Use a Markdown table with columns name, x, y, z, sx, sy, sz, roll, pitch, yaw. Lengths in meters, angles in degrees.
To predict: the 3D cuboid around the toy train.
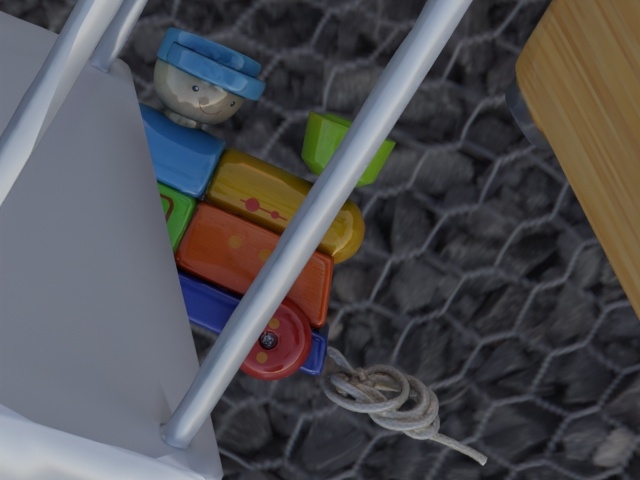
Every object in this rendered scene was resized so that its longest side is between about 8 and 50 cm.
| name | x | y | z | sx | sy | sz | roll | pitch | yaw |
| --- | --- | --- | --- | --- | --- | --- | --- | --- | --- |
| toy train | 0.000 | 0.000 | 0.868 | 0.248 | 0.105 | 0.143 | 24 | 96 | 0 |

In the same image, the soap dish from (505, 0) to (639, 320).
| name | x | y | z | sx | sy | sz | roll | pitch | yaw |
| --- | --- | --- | --- | --- | --- | --- | --- | --- | --- |
| soap dish | 0.184 | 0.036 | 0.483 | 0.118 | 0.229 | 0.291 | -32 | 72 | 25 |

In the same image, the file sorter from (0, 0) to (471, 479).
| name | x | y | z | sx | sy | sz | roll | pitch | yaw |
| --- | --- | --- | --- | --- | --- | --- | --- | --- | --- |
| file sorter | -0.122 | -0.095 | 0.353 | 0.278 | 0.193 | 0.173 | 21 | 117 | -26 |
